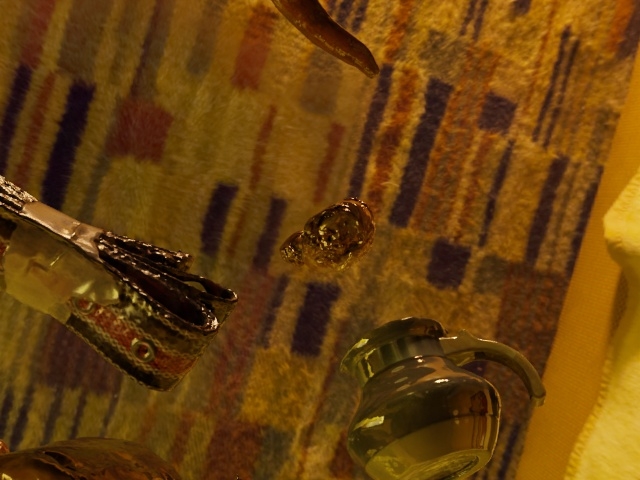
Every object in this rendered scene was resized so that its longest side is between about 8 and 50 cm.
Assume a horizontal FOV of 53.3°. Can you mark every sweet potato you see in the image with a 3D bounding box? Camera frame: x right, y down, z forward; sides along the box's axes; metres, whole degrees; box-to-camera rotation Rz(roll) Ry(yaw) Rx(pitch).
[{"bbox_3d":[-0.018,-0.324,0.909,0.057,0.057,0.264,-45,96,-7],"label":"sweet potato"}]

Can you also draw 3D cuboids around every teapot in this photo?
[{"bbox_3d":[0.095,0.129,0.526,0.165,0.119,0.130,-18,144,-1],"label":"teapot"}]

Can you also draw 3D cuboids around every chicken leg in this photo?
[{"bbox_3d":[0.001,0.003,0.940,0.107,0.251,0.087,-32,94,-23],"label":"chicken leg"}]

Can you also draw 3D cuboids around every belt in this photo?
[{"bbox_3d":[-0.252,0.015,0.583,0.359,0.126,0.094,29,111,-17],"label":"belt"}]

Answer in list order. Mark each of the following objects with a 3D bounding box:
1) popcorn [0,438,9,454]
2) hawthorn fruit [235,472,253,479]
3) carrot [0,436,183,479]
[{"bbox_3d":[-0.592,0.449,1.058,0.190,0.254,0.191,4,139,9],"label":"popcorn"},{"bbox_3d":[-0.130,0.451,1.100,0.077,0.077,0.077,-2,96,-16],"label":"hawthorn fruit"},{"bbox_3d":[-0.245,0.320,0.624,0.241,0.341,0.242,-1,76,6],"label":"carrot"}]
